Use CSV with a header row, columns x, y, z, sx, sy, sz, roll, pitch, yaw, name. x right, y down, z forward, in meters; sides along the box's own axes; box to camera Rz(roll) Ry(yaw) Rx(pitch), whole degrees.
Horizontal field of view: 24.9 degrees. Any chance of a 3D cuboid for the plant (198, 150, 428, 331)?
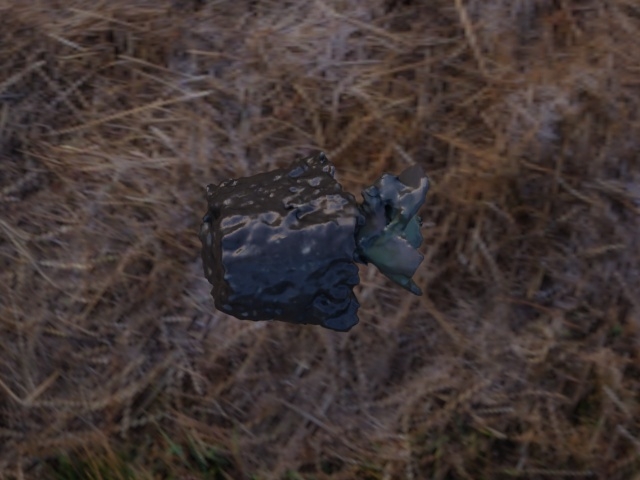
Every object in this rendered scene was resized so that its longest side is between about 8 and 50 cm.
x,y,z,sx,sy,sz,roll,pitch,yaw,name
0.000,0.000,1.256,0.203,0.131,0.142,2,123,-12,plant
